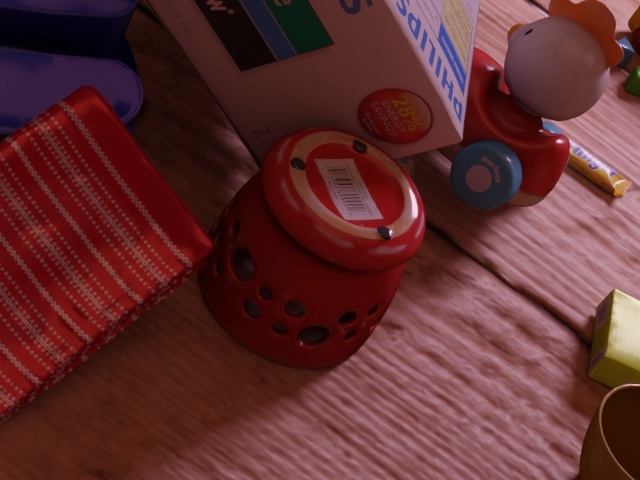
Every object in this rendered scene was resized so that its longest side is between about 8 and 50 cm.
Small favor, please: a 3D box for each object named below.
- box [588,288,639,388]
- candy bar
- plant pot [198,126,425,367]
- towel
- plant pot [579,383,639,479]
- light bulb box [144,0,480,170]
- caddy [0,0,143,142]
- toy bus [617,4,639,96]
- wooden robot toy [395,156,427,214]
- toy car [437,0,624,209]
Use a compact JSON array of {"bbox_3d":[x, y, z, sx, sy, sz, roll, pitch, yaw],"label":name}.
[{"bbox_3d":[0.380,0.135,1.797,0.178,0.042,0.109,26,44,-8],"label":"box"},{"bbox_3d":[0.301,-0.105,1.988,0.161,0.018,0.040,36,42,2],"label":"candy bar"},{"bbox_3d":[0.000,0.000,1.599,0.191,0.174,0.191,19,44,-19],"label":"plant pot"},{"bbox_3d":[-0.243,0.011,1.435,0.275,0.031,0.199,-39,99,-26],"label":"towel"},{"bbox_3d":[0.308,0.223,1.635,0.134,0.095,0.134,16,46,-18],"label":"plant pot"},{"bbox_3d":[-0.007,-0.311,1.671,0.358,0.225,0.361,56,31,-36],"label":"light bulb box"},{"bbox_3d":[-0.323,-0.173,1.562,0.341,0.179,0.241,6,70,-24],"label":"caddy"},{"bbox_3d":[0.494,-0.249,2.171,0.202,0.104,0.191,32,43,-1],"label":"toy bus"},{"bbox_3d":[0.063,-0.094,1.800,0.173,0.076,0.079,46,33,13],"label":"wooden robot toy"},{"bbox_3d":[0.222,-0.180,1.807,0.210,0.238,0.219,44,24,12],"label":"toy car"}]
